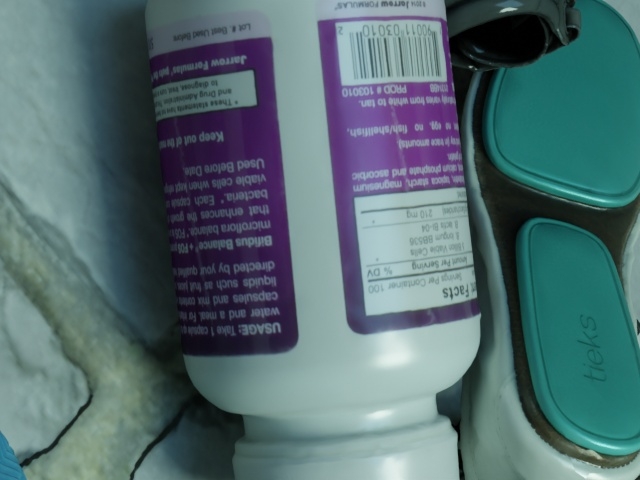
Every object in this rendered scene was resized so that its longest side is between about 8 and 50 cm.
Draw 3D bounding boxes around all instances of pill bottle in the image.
[{"bbox_3d":[0.000,0.000,1.024,0.169,0.169,0.301,-7,91,-40],"label":"pill bottle"}]

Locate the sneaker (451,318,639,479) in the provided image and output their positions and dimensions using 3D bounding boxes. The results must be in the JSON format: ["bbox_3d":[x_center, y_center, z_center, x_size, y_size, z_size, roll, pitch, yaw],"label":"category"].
[{"bbox_3d":[0.150,0.143,1.197,0.234,0.078,0.106,-32,104,-39],"label":"sneaker"}]

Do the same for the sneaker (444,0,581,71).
[{"bbox_3d":[0.134,-0.182,1.168,0.295,0.104,0.147,-12,83,-48],"label":"sneaker"}]

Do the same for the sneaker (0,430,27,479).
[{"bbox_3d":[-0.221,0.164,0.882,0.087,0.092,0.229,58,35,-18],"label":"sneaker"}]

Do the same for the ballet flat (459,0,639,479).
[{"bbox_3d":[0.132,0.007,1.144,0.139,0.139,0.400,39,38,-31],"label":"ballet flat"}]
